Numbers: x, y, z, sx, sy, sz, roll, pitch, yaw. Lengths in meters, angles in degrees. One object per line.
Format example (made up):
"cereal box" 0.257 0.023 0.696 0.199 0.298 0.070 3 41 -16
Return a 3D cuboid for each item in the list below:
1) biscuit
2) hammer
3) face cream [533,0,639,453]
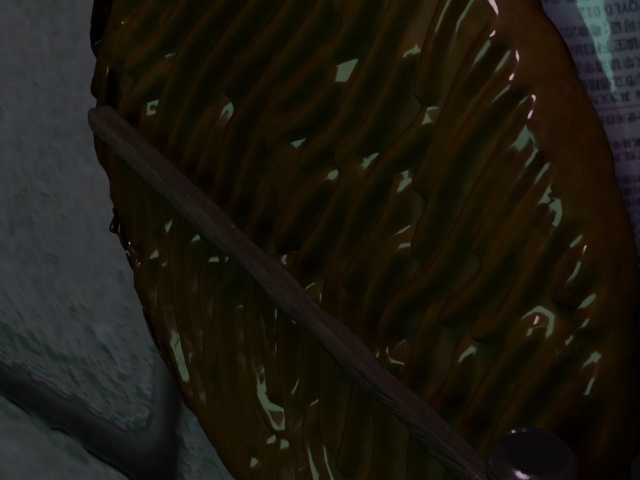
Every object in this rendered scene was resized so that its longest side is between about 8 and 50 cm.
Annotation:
"biscuit" 0.000 0.000 0.653 0.318 0.040 0.318 36 137 43
"hammer" -0.011 0.022 0.622 0.292 0.029 0.058 42 136 42
"face cream" 0.104 -0.037 0.575 0.075 0.075 0.229 3 109 41
